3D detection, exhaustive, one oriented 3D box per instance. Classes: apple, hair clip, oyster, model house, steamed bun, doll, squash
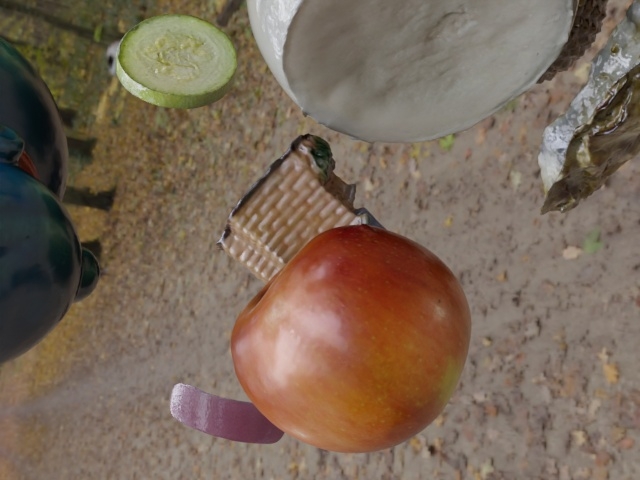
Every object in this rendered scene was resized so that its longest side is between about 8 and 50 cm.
[{"bbox_3d":[0.019,0.063,0.525,0.163,0.139,0.163,-56,8,12],"label":"apple"},{"bbox_3d":[-0.104,0.198,0.882,0.022,0.137,0.054,-84,8,-70],"label":"hair clip"},{"bbox_3d":[0.323,-0.150,0.774,0.204,0.111,0.396,-53,-5,-47],"label":"oyster"},{"bbox_3d":[0.000,0.000,0.844,0.166,0.172,0.183,-46,-3,-7],"label":"model house"},{"bbox_3d":[0.087,-0.259,0.767,0.324,0.324,0.206,125,145,-45],"label":"steamed bun"},{"bbox_3d":[-0.254,-0.033,0.509,0.322,0.186,0.198,51,120,37],"label":"doll"},{"bbox_3d":[-0.299,-0.376,1.632,0.049,0.252,0.252,106,163,-52],"label":"squash"}]

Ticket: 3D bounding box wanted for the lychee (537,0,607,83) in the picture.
[{"bbox_3d":[0.249,-0.305,0.996,0.271,0.236,0.236,-58,7,-38],"label":"lychee"}]
